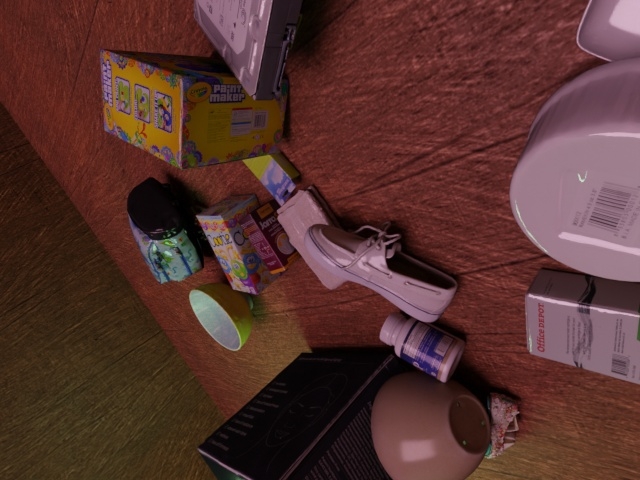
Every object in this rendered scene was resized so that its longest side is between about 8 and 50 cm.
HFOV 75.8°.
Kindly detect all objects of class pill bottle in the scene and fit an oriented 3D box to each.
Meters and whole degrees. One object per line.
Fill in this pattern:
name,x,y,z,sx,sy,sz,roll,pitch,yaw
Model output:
pill bottle,0.248,0.255,1.018,0.186,0.112,0.112,25,136,30

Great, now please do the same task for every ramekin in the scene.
ramekin,0.393,-0.074,0.535,0.277,0.135,0.277,31,151,19

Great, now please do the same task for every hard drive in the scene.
hard drive,-0.152,-0.459,0.775,0.339,0.064,0.237,56,143,28

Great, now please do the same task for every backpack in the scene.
backpack,-0.566,-0.003,1.532,0.290,0.273,0.356,45,170,31

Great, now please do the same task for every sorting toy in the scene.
sorting toy,-0.411,-0.052,1.493,0.274,0.046,0.133,17,131,37

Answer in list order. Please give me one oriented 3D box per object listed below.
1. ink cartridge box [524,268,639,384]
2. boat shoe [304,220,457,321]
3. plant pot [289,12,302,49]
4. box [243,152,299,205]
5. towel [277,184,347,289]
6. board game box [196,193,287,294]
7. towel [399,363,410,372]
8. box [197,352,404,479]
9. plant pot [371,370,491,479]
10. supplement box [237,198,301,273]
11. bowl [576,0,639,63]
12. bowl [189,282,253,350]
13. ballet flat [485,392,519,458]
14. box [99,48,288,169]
ink cartridge box,0.479,0.146,0.713,0.208,0.087,0.153,9,127,40
boat shoe,0.139,0.033,0.925,0.366,0.136,0.157,32,129,12
plant pot,-0.101,-0.443,0.830,0.083,0.081,0.081,54,144,14
box,-0.131,-0.190,1.094,0.178,0.042,0.109,49,143,4
towel,0.000,0.000,1.114,0.282,0.049,0.187,53,143,-3
board game box,-0.243,0.011,1.293,0.144,0.142,0.276,3,122,44
towel,0.239,0.520,1.309,0.312,0.056,0.324,57,144,-4
box,-0.017,0.584,1.200,0.479,0.471,0.298,-20,104,53
plant pot,0.291,0.449,0.994,0.284,0.284,0.191,49,142,2
supplement box,-0.139,-0.011,1.200,0.080,0.104,0.188,-20,105,50
bowl,0.396,-0.279,0.476,0.141,0.053,0.142,33,140,22
bowl,-0.359,0.267,1.610,0.289,0.156,0.290,27,137,28
ballet flat,0.448,0.471,1.023,0.077,0.091,0.241,0,128,16
box,-0.276,-0.302,0.921,0.279,0.289,0.177,26,121,28
